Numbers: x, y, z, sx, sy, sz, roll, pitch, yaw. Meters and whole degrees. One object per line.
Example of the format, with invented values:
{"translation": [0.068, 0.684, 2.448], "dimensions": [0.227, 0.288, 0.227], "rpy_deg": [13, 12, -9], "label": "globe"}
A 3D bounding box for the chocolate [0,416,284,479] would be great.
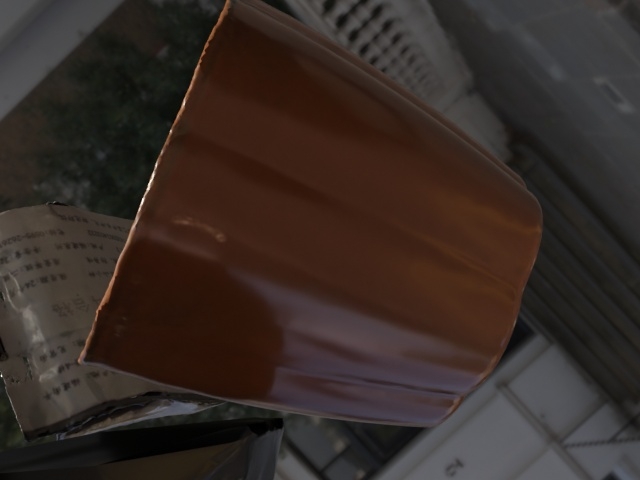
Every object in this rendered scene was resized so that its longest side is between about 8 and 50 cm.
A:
{"translation": [-0.129, 0.177, 0.393], "dimensions": [0.283, 0.283, 0.186], "rpy_deg": [31, -133, -76], "label": "chocolate"}

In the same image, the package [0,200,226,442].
{"translation": [-0.175, 0.063, 0.908], "dimensions": [0.251, 0.062, 0.204], "rpy_deg": [-3, -122, -48], "label": "package"}

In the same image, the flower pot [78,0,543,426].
{"translation": [0.000, 0.000, 0.496], "dimensions": [0.173, 0.191, 0.190], "rpy_deg": [23, -173, -7], "label": "flower pot"}
